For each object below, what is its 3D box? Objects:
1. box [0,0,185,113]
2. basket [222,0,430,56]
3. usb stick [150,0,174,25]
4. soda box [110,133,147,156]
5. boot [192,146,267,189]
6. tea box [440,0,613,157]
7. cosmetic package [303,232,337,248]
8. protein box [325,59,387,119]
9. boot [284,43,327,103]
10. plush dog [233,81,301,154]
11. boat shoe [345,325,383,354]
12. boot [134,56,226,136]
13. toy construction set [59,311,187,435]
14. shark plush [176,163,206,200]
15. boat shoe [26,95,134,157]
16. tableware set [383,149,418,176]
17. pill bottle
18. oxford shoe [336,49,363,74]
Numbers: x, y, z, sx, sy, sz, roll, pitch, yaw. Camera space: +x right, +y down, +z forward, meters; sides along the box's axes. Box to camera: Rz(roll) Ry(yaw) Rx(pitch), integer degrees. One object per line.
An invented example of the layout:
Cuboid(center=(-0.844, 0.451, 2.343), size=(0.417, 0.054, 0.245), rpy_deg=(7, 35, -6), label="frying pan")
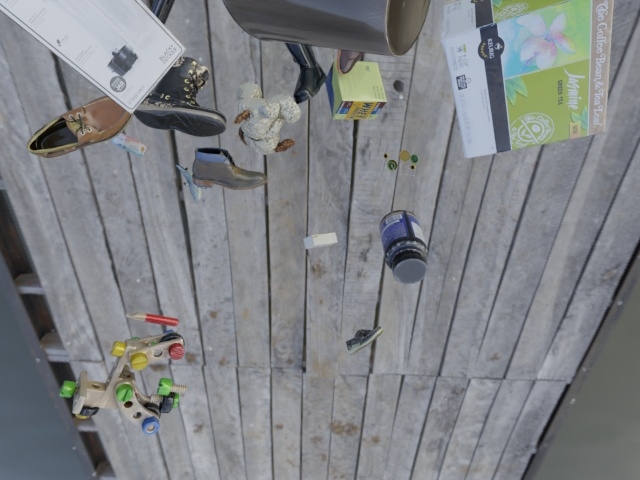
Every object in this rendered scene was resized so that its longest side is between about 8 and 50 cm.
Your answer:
Cuboid(center=(-0.401, -0.383, 0.694), size=(0.169, 0.087, 0.290), rpy_deg=(-52, 137, -1), label="box")
Cuboid(center=(0.013, -0.324, 0.522), size=(0.227, 0.204, 0.154), rpy_deg=(25, 101, 26), label="basket")
Cuboid(center=(-0.600, -0.899, 1.561), size=(0.045, 0.077, 0.278), rpy_deg=(50, 126, 7), label="usb stick")
Cuboid(center=(-0.877, -0.441, 1.884), size=(0.058, 0.183, 0.063), rpy_deg=(25, 90, 5), label="soda box")
Cuboid(center=(-0.262, -0.210, 1.187), size=(0.219, 0.082, 0.106), rpy_deg=(-1, 129, -12), label="boot")
Cuboid(center=(0.487, -0.418, 0.989), size=(0.323, 0.220, 0.329), rpy_deg=(-8, 133, 26), label="tea box")
Cuboid(center=(0.000, 0.000, 1.547), size=(0.060, 0.115, 0.041), rpy_deg=(-23, 77, 49), label="cosmetic package")
Cuboid(center=(0.147, -0.638, 1.748), size=(0.201, 0.200, 0.136), rpy_deg=(-5, 164, -18), label="protein box")
Cuboid(center=(-0.075, -0.625, 1.461), size=(0.094, 0.246, 0.207), rpy_deg=(-12, 126, 33), label="boot")
Cuboid(center=(-0.214, -0.405, 1.474), size=(0.262, 0.211, 0.225), rpy_deg=(23, 149, 19), label="plush dog")
Cuboid(center=(0.120, 0.281, 1.177), size=(0.049, 0.056, 0.152), rpy_deg=(55, 129, 15), label="boat shoe")
Cuboid(center=(-0.495, -0.550, 1.558), size=(0.377, 0.284, 0.138), rpy_deg=(10, 157, 19), label="boot")
Cuboid(center=(-0.481, 0.301, 1.010), size=(0.237, 0.309, 0.257), rpy_deg=(18, 120, -27), label="toy construction set")
Cuboid(center=(-0.537, -0.245, 1.696), size=(0.073, 0.067, 0.161), rpy_deg=(4, 130, 34), label="shark plush")
Cuboid(center=(-0.675, -0.317, 1.162), size=(0.307, 0.104, 0.111), rpy_deg=(-30, 105, 4), label="boat shoe")
Cuboid(center=(0.331, -0.328, 1.703), size=(0.154, 0.024, 0.104), rpy_deg=(24, 125, 28), label="tableware set")
Cuboid(center=(0.241, 0.017, 1.180), size=(0.122, 0.219, 0.123), rpy_deg=(0, 128, 1), label="pill bottle")
Cuboid(center=(0.153, -0.766, 1.575), size=(0.097, 0.098, 0.271), rpy_deg=(8, 119, -44), label="oxford shoe")
